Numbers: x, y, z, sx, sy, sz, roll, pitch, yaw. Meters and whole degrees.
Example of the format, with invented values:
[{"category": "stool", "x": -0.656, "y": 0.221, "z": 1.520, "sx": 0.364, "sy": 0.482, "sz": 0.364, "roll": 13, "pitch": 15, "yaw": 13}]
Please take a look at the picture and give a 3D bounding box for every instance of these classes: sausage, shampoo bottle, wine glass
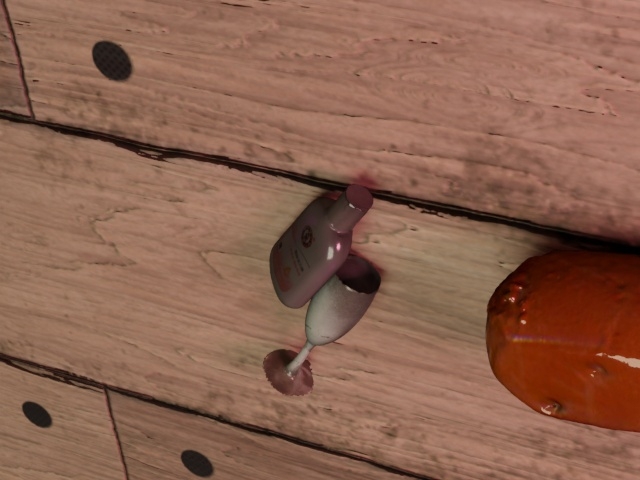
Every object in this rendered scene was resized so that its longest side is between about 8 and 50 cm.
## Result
[{"category": "sausage", "x": 0.281, "y": 0.089, "z": 1.292, "sx": 0.268, "sy": 0.141, "sz": 0.153, "roll": 6, "pitch": 129, "yaw": 28}, {"category": "shampoo bottle", "x": 0.000, "y": 0.000, "z": 1.445, "sx": 0.040, "sy": 0.080, "sz": 0.165, "roll": 5, "pitch": 147, "yaw": -29}, {"category": "wine glass", "x": 0.001, "y": 0.089, "z": 1.529, "sx": 0.066, "sy": 0.066, "sz": 0.198, "roll": 34, "pitch": 135, "yaw": 2}]
